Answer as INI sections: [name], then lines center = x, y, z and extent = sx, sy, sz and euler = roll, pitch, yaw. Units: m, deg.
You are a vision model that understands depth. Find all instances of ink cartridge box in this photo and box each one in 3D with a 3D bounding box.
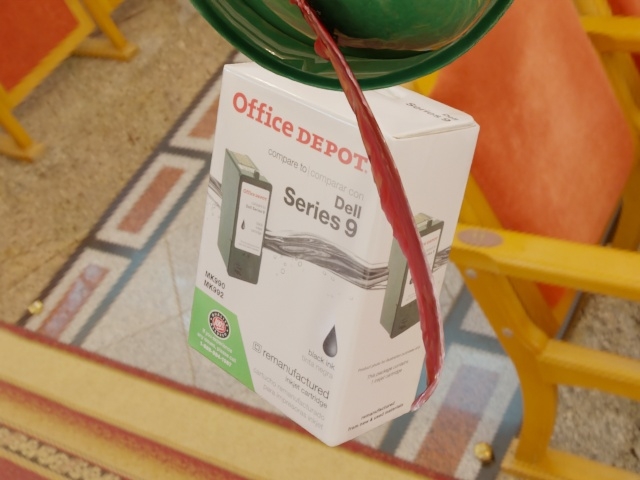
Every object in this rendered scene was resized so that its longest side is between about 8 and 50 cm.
[ink cartridge box]
center = 0.000, 0.000, 0.874
extent = 0.211, 0.289, 0.121
euler = 28, 29, 37

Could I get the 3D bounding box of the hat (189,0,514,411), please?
[hat]
center = 0.027, -0.102, 0.349
extent = 0.173, 0.208, 0.184
euler = -37, 24, 15
